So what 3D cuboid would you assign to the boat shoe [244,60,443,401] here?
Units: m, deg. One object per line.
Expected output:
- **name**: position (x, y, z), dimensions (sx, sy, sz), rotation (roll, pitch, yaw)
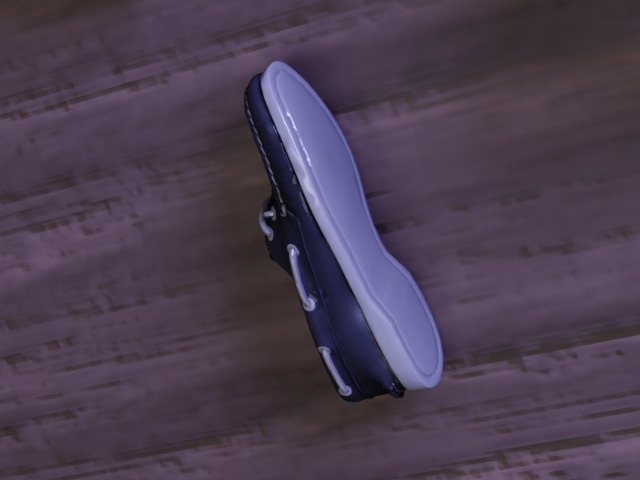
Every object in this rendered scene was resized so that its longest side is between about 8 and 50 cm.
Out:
- **boat shoe**: position (0.000, 0.000, 0.639), dimensions (0.038, 0.046, 0.125), rotation (-19, 113, 24)
